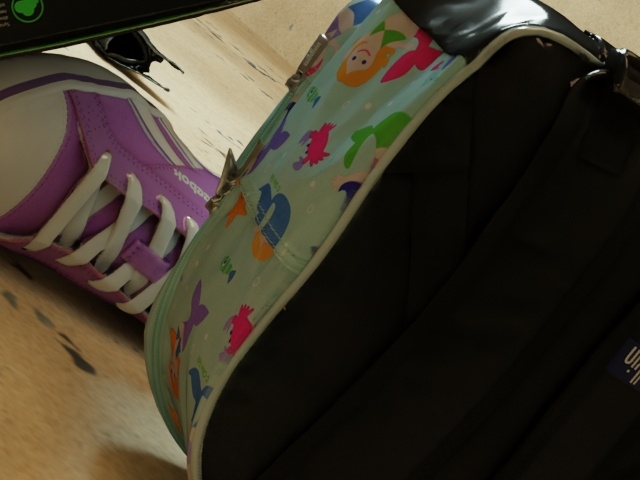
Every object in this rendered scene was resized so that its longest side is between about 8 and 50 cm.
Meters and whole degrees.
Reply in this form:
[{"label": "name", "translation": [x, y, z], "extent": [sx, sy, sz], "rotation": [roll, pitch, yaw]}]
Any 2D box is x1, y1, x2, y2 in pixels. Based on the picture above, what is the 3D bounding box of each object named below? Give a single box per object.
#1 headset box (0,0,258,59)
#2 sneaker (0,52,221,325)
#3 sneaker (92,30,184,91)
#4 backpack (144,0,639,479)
[{"label": "headset box", "translation": [-0.158, -0.166, 0.780], "extent": [0.283, 0.246, 0.131], "rotation": [-104, -177, -78]}, {"label": "sneaker", "translation": [-0.075, 0.007, 0.783], "extent": [0.161, 0.102, 0.282], "rotation": [47, 11, 29]}, {"label": "sneaker", "translation": [-0.215, -0.218, 1.579], "extent": [0.170, 0.051, 0.089], "rotation": [40, 2, -19]}, {"label": "backpack", "translation": [0.051, 0.032, 0.661], "extent": [0.225, 0.253, 0.191], "rotation": [31, 7, -29]}]
